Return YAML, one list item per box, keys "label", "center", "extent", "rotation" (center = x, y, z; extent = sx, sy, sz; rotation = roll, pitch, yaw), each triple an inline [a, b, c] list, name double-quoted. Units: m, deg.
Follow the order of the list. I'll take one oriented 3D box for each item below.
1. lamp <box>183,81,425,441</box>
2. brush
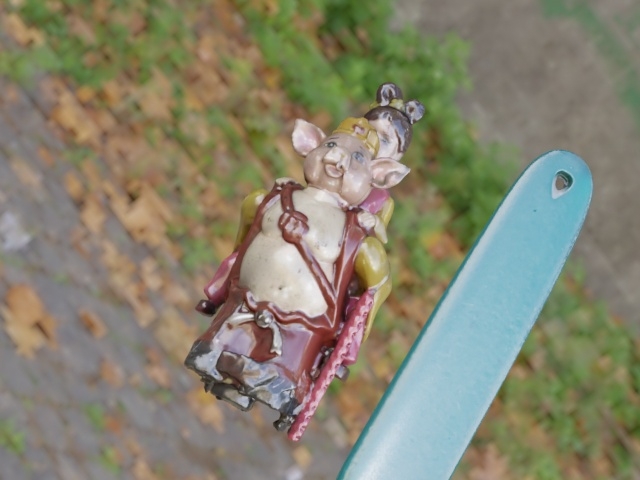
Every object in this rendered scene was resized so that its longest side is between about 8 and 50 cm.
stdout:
- label: "lamp"
  center: [0.000, 0.000, 1.306]
  extent: [0.118, 0.253, 0.118]
  rotation: [28, -6, 3]
- label: "brush"
  center: [0.059, 0.046, 0.833]
  extent: [0.043, 0.193, 0.032]
  rotation: [32, -10, -10]
